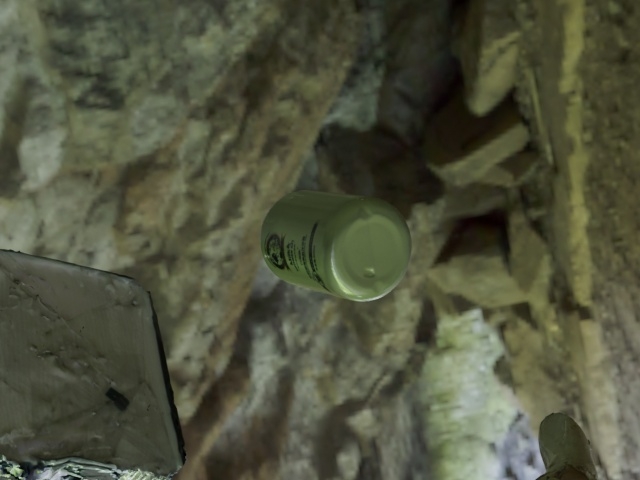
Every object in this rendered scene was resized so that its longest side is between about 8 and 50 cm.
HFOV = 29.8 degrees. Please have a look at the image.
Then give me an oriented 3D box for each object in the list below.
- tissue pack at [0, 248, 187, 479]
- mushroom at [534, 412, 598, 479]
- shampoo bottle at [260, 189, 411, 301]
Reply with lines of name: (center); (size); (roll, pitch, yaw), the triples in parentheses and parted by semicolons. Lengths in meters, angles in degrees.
tissue pack: (-0.354, 0.232, 1.296); (0.253, 0.416, 0.264); (16, -136, -37)
mushroom: (0.305, 0.281, 1.508); (0.071, 0.084, 0.209); (60, -165, -11)
shampoo bottle: (0.000, 0.000, 0.950); (0.162, 0.079, 0.079); (11, 115, 61)
